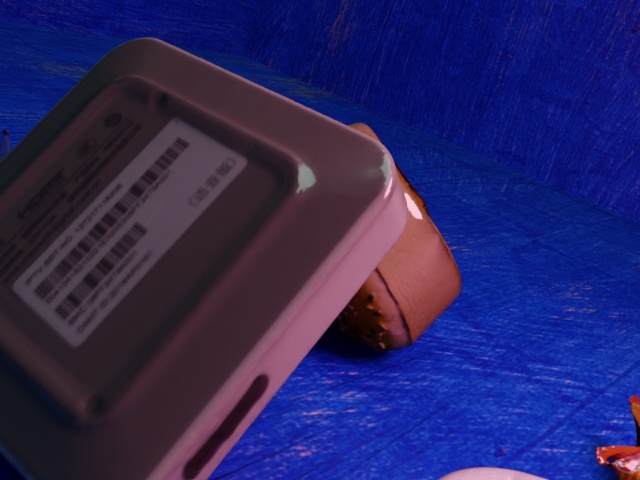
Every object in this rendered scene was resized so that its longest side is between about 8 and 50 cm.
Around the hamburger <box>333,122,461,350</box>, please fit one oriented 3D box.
[{"bbox_3d":[0.045,0.000,1.033,0.176,0.300,0.300,-29,27,-3],"label":"hamburger"}]

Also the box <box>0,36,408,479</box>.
[{"bbox_3d":[-0.164,0.007,0.702,0.373,0.367,0.090,29,-18,32],"label":"box"}]

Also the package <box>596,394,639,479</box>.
[{"bbox_3d":[0.423,0.273,0.832,0.288,0.108,0.223,33,17,21],"label":"package"}]

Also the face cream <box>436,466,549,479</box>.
[{"bbox_3d":[0.153,0.261,0.595,0.206,0.111,0.206,14,20,-5],"label":"face cream"}]

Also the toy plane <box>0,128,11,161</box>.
[{"bbox_3d":[-0.359,-0.069,1.123,0.271,0.105,0.254,24,25,9],"label":"toy plane"}]
